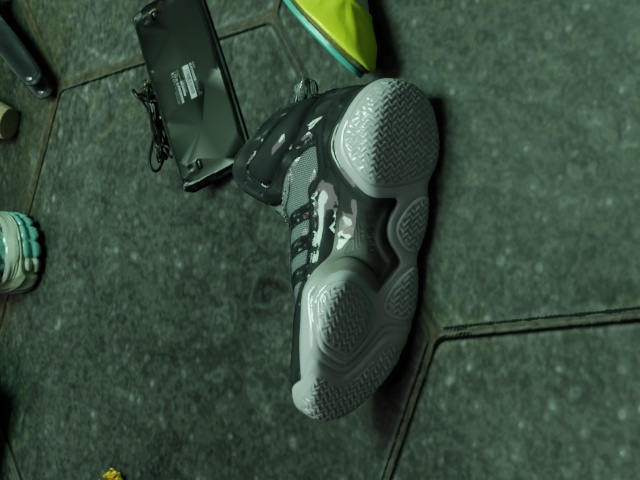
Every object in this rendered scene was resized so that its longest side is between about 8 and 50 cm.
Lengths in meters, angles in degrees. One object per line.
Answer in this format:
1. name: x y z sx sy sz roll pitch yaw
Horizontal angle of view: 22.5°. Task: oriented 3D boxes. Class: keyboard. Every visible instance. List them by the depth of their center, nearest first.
1. keyboard: -0.121 -0.134 1.468 0.100 0.038 0.192 -25 67 19

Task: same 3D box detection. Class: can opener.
1. can opener: -0.330 -0.208 1.674 0.073 0.059 0.186 -47 62 3

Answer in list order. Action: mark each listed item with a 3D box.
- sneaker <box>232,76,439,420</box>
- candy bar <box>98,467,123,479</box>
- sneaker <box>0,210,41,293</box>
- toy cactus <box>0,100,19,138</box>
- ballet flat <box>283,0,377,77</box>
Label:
1. sneaker: 0.000 0.000 1.276 0.153 0.101 0.269 15 93 47
2. candy bar: -0.180 0.293 1.511 0.040 0.018 0.161 -38 62 39
3. sneaker: -0.418 0.013 1.704 0.283 0.122 0.110 -13 79 46
4. toy cactus: -0.406 -0.144 1.704 0.180 0.112 0.219 16 118 25
5. ballet flat: -0.011 -0.222 1.320 0.077 0.077 0.231 -49 50 6
